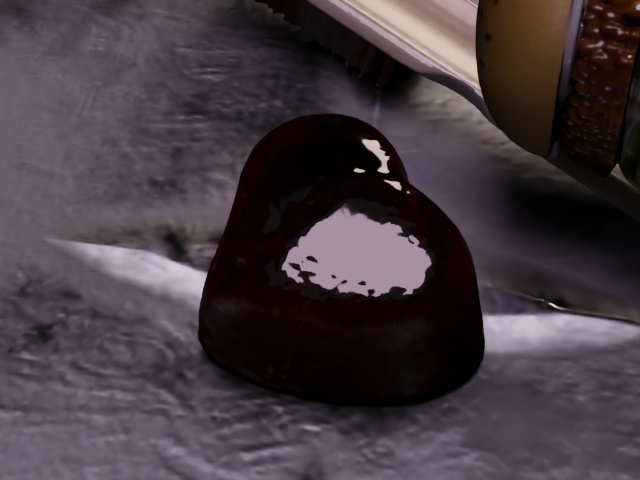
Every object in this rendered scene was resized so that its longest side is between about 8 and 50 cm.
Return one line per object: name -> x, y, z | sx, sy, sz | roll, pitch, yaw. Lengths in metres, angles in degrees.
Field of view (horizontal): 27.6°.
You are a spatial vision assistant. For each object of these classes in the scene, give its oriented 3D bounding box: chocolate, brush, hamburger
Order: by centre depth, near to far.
hamburger -> 0.138, -0.097, 0.576 | 0.137, 0.175, 0.175 | 11, 50, 11
chocolate -> 0.000, 0.000, 0.577 | 0.125, 0.080, 0.148 | -18, 53, -16
brush -> 0.071, -0.090, 0.682 | 0.321, 0.050, 0.060 | 36, 55, 17
